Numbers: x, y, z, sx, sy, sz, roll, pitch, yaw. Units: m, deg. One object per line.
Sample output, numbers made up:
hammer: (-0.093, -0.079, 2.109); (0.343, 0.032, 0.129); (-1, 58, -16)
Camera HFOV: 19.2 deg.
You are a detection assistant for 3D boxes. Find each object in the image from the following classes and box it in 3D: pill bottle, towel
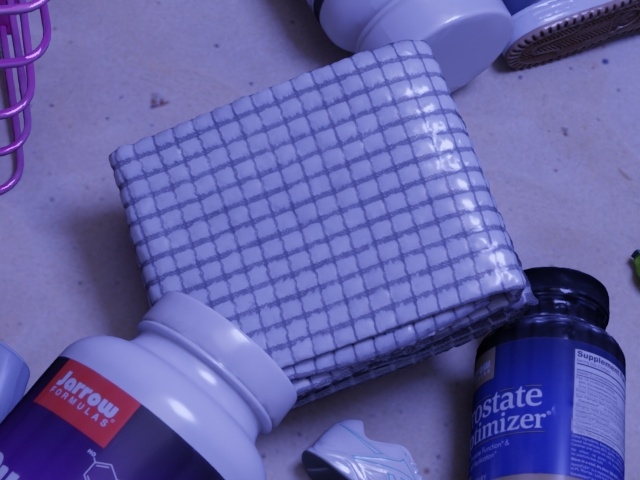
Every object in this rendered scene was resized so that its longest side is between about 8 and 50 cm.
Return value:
pill bottle: (-0.163, 0.195, 1.313); (0.181, 0.181, 0.323); (37, 73, 8)
pill bottle: (0.047, -0.270, 1.672); (0.161, 0.161, 0.283); (-20, 67, -23)
towel: (0.000, 0.000, 1.489); (0.283, 0.121, 0.235); (-22, 74, 7)
pill bottle: (0.181, 0.137, 1.496); (0.122, 0.123, 0.219); (11, 58, -8)

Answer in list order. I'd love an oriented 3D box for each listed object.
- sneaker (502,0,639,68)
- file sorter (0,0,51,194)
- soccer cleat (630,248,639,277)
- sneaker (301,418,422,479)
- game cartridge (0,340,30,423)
sneaker: (0.266, -0.271, 1.762); (0.282, 0.099, 0.153); (-19, 69, -19)
file sorter: (-0.316, -0.170, 1.456); (0.202, 0.291, 0.182); (-6, 65, -16)
soccer cleat: (0.348, -0.011, 1.664); (0.072, 0.060, 0.179); (46, 67, 2)
sneaker: (0.061, 0.194, 1.477); (0.152, 0.054, 0.061); (38, 57, 9)
game cartridge: (-0.378, 0.118, 1.416); (0.294, 0.060, 0.196); (16, 55, -4)
